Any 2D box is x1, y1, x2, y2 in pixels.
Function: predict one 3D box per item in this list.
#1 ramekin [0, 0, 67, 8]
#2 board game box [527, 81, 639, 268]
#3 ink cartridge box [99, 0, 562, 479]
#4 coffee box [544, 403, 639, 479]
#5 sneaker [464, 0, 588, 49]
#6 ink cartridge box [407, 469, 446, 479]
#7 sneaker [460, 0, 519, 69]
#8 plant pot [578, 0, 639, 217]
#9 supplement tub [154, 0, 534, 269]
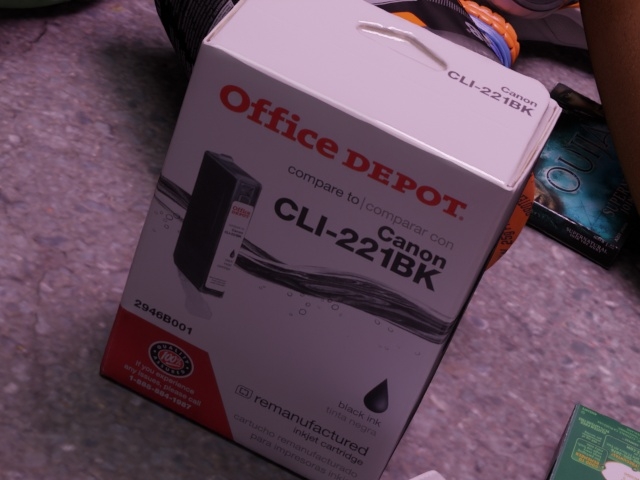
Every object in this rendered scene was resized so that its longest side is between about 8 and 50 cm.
[{"bbox_3d":[-0.251,-0.331,1.413,0.303,0.148,0.303,7,58,-11],"label":"ramekin"},{"bbox_3d":[0.217,-0.059,1.472,0.126,0.026,0.186,30,38,10],"label":"board game box"},{"bbox_3d":[0.000,0.000,1.087,0.197,0.273,0.114,26,37,6],"label":"ink cartridge box"},{"bbox_3d":[0.189,0.192,1.137,0.113,0.040,0.184,25,37,4],"label":"coffee box"},{"bbox_3d":[0.201,-0.220,1.611,0.262,0.121,0.099,13,74,-44],"label":"sneaker"},{"bbox_3d":[0.034,0.272,0.942,0.296,0.066,0.261,-17,51,-40],"label":"ink cartridge box"},{"bbox_3d":[0.058,-0.177,1.499,0.221,0.083,0.087,18,49,3],"label":"sneaker"},{"bbox_3d":[0.330,-0.085,1.393,0.237,0.237,0.254,6,71,-20],"label":"plant pot"},{"bbox_3d":[0.014,-0.122,1.301,0.207,0.207,0.338,-1,43,-28],"label":"supplement tub"}]
